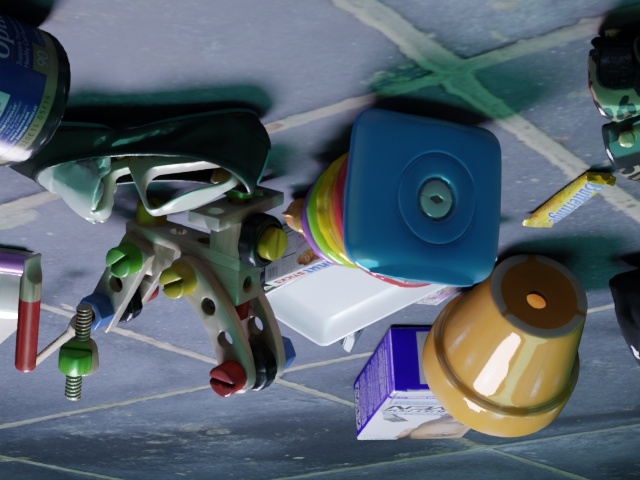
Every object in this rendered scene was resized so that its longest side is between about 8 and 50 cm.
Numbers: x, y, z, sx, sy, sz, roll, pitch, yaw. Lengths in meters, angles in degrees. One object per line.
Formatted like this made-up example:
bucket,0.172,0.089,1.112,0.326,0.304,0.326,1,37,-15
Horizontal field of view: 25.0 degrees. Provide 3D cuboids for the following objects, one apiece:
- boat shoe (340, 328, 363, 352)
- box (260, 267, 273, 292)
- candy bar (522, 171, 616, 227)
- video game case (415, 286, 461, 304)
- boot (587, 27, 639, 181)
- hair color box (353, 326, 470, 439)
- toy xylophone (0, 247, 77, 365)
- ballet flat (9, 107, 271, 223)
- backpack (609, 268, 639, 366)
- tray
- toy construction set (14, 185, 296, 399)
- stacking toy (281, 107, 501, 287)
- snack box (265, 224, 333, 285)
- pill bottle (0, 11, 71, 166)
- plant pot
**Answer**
boat shoe,0.039,0.120,2.050,0.040,0.049,0.142,31,164,8
box,-0.002,0.063,1.860,0.190,0.045,0.184,12,155,-22
candy bar,0.281,-0.045,1.632,0.040,0.018,0.161,5,160,-18
video game case,0.119,0.066,1.942,0.122,0.011,0.087,6,159,-20
boot,0.362,-0.151,1.182,0.284,0.138,0.377,-9,164,20
hair color box,0.169,0.230,2.268,0.185,0.110,0.339,0,162,-8
toy xylophone,-0.444,0.096,1.875,0.236,0.081,0.322,12,156,-34
ballet flat,-0.188,-0.072,1.402,0.280,0.096,0.095,-5,161,9
backpack,0.592,0.109,1.806,0.355,0.273,0.290,-28,143,28
tray,0.064,0.039,1.737,0.270,0.030,0.145,-28,137,27
toy construction set,-0.172,0.025,1.562,0.309,0.257,0.237,-9,122,-30
stacking toy,0.041,-0.030,1.509,0.175,0.166,0.302,8,173,-28
snack box,0.000,0.000,1.666,0.022,0.064,0.178,18,153,-39
pill bottle,-0.320,-0.143,1.150,0.123,0.123,0.219,-18,155,38
plant pot,0.253,0.120,1.867,0.205,0.205,0.188,3,144,-12
